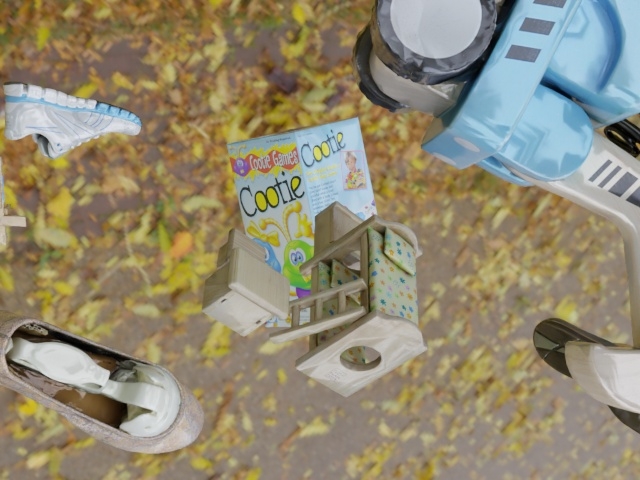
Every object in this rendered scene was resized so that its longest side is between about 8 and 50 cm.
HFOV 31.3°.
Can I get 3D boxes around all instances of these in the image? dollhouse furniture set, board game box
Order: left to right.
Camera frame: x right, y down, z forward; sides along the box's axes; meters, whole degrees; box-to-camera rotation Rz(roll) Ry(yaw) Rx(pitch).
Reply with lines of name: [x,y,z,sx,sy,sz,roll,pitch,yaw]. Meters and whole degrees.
board game box: [-0.014,-0.026,1.659,0.144,0.142,0.275,-19,100,-47]
dollhouse furniture set: [0.000,0.000,0.924,0.161,0.181,0.101,34,127,-30]

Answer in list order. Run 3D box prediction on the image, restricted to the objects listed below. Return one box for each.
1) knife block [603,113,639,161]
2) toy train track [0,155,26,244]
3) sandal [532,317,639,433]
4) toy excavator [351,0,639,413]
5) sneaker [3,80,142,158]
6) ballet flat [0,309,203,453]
knife block: [0.392,-0.036,1.352,0.088,0.242,0.275,52,38,-52]
toy train track: [-0.284,-0.037,1.012,0.048,0.014,0.083,4,115,1]
sandal: [0.363,0.161,1.397,0.060,0.219,0.090,-36,151,-43]
toy excavator: [0.239,-0.106,1.087,0.432,0.445,0.222,-63,-178,-5]
sneaker: [-0.305,-0.137,1.388,0.191,0.071,0.082,8,94,-43]
ballet flat: [-0.244,0.166,1.278,0.316,0.106,0.107,25,68,-32]
